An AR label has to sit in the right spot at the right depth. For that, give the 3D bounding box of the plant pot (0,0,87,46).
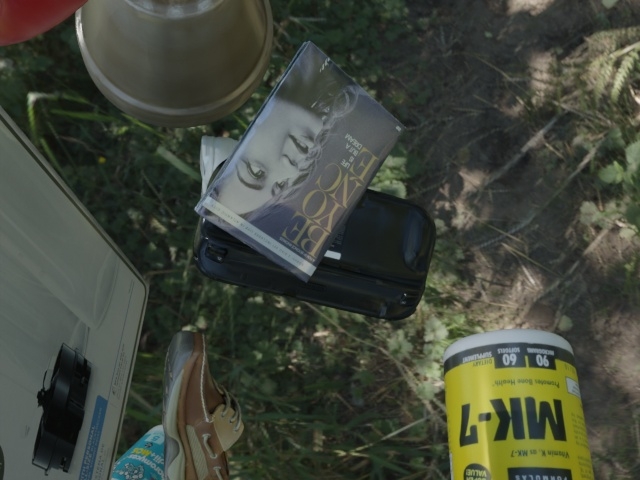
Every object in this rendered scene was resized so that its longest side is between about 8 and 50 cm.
[{"bbox_3d":[-0.278,-0.283,0.562,0.191,0.174,0.191,-8,62,15],"label":"plant pot"}]

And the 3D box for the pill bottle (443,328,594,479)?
[{"bbox_3d":[0.172,0.192,0.611,0.119,0.119,0.208,-19,56,31],"label":"pill bottle"}]

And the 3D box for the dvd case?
[{"bbox_3d":[-0.016,-0.083,0.792,0.221,0.165,0.018,-57,32,-3],"label":"dvd case"}]

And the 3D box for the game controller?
[{"bbox_3d":[0.000,0.000,0.925,0.067,0.320,0.166,165,118,-73],"label":"game controller"}]

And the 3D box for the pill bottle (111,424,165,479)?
[{"bbox_3d":[-0.349,0.483,1.349,0.146,0.264,0.146,10,115,22],"label":"pill bottle"}]

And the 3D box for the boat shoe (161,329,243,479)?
[{"bbox_3d":[-0.174,0.256,1.046,0.123,0.117,0.324,-101,16,-48],"label":"boat shoe"}]

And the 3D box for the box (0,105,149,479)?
[{"bbox_3d":[-0.170,0.027,0.263,0.087,0.290,0.169,-1,59,10],"label":"box"}]

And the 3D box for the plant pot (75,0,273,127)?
[{"bbox_3d":[-0.218,-0.365,1.063,0.280,0.324,0.322,142,137,-77],"label":"plant pot"}]

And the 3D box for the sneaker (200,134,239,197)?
[{"bbox_3d":[-0.157,-0.086,1.207,0.080,0.094,0.212,123,146,-65],"label":"sneaker"}]
